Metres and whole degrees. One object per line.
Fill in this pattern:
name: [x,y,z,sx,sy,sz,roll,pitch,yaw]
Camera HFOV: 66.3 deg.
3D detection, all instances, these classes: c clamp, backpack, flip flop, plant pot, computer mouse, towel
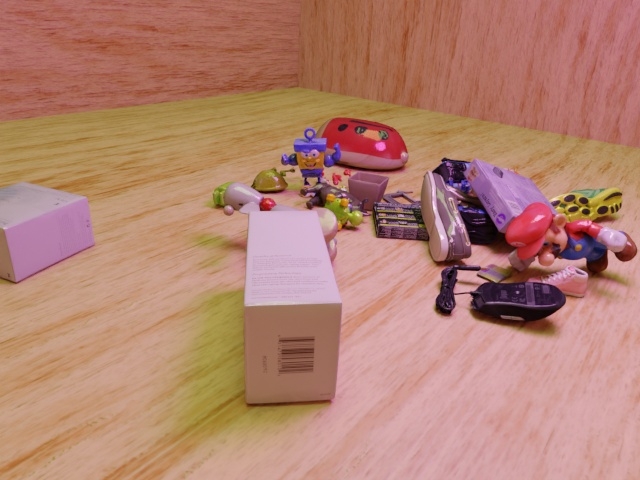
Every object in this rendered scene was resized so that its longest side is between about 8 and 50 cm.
c clamp: [0.286,-0.142,1.658,0.137,0.022,0.161,-4,26,-16]
backpack: [0.442,-0.050,1.396,0.120,0.098,0.101,6,22,8]
flip flop: [0.450,-0.091,1.494,0.277,0.112,0.080,27,74,18]
plant pot: [0.151,-0.157,1.581,0.108,0.096,0.109,13,24,20]
computer mouse: [0.390,0.117,1.087,0.261,0.060,0.184,-2,28,15]
towel: [0.433,0.082,1.218,0.083,0.010,0.060,-21,35,-40]
backpack: [0.457,-0.199,1.643,0.173,0.117,0.158,-3,-18,-19]

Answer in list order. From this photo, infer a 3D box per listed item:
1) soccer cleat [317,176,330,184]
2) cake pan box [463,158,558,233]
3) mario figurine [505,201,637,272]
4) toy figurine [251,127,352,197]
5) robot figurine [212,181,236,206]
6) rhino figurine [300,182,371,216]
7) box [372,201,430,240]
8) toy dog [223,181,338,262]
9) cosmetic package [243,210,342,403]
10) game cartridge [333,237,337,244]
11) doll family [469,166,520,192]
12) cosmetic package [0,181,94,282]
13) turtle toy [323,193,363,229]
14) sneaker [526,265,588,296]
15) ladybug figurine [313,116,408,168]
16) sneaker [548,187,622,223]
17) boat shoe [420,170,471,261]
soccer cleat: [0.012,-0.208,1.759,0.035,0.029,0.083,-12,25,-12]
cake pan box: [0.564,-0.104,1.398,0.245,0.070,0.267,10,41,-26]
mario figurine: [0.589,0.027,1.177,0.320,0.198,0.170,11,28,-16]
toy figurine: [-0.057,-0.286,1.653,0.362,0.217,0.191,2,37,5]
robot figurine: [-0.290,-0.147,1.538,0.101,0.067,0.115,2,22,24]
rhino figurine: [0.059,-0.121,1.525,0.243,0.073,0.106,24,34,33]
box: [0.255,-0.058,1.453,0.190,0.045,0.184,4,28,-1]
toy dog: [-0.109,-0.014,1.184,0.333,0.220,0.161,14,58,37]
cosmetic package: [-0.061,0.098,0.904,0.155,0.197,0.366,-1,24,-8]
game cartridge: [0.000,0.000,1.328,0.083,0.017,0.056,15,24,22]
doll family: [0.612,-0.216,1.743,0.262,0.119,0.163,11,27,16]
cosmetic package: [-0.712,-0.030,1.158,0.223,0.138,0.225,13,28,19]
turtle toy: [0.063,-0.077,1.427,0.130,0.095,0.066,21,10,31]
sneaker: [0.558,0.088,1.151,0.134,0.070,0.051,7,29,9]
ladybug figurine: [0.169,-0.412,2.050,0.449,0.162,0.305,18,29,28]
sneaker: [0.842,-0.109,1.598,0.295,0.110,0.123,-8,5,-20]
boat shoe: [0.336,-0.070,1.331,0.091,0.109,0.305,2,50,-4]
